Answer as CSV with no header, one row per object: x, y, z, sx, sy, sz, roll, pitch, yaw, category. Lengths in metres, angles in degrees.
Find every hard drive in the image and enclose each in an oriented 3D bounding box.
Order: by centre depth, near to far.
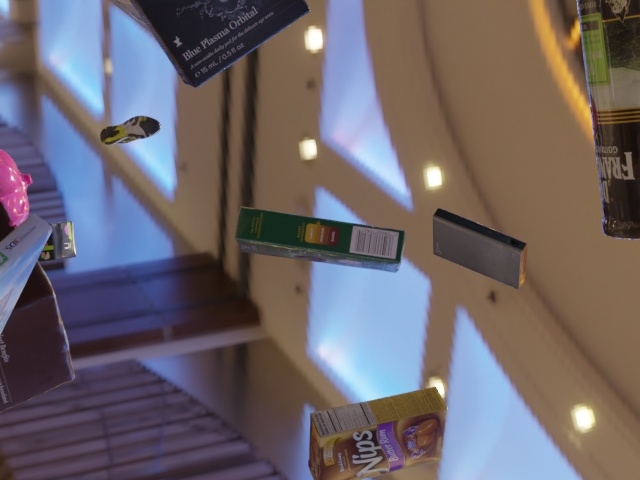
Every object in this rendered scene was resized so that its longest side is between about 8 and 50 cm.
0.220,0.011,1.996,0.135,0.022,0.094,23,-30,20,hard drive

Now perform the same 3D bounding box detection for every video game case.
-0.292,0.098,1.077,0.023,0.193,0.212,37,-50,2,video game case

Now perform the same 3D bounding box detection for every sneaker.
-0.246,-0.145,1.882,0.035,0.083,0.031,-14,95,-76,sneaker

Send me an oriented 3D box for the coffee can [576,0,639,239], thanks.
0.364,-0.153,1.421,0.201,0.201,0.275,5,-76,65,coffee can

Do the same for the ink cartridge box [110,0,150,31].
-0.173,-0.359,1.817,0.082,0.139,0.191,22,-94,27,ink cartridge box

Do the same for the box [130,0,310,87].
-0.122,-0.274,1.575,0.158,0.156,0.093,56,-4,-14,box

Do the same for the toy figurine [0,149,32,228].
-0.349,-0.022,1.348,0.159,0.173,0.130,-59,-166,-3,toy figurine

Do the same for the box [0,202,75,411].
-0.411,0.095,1.627,0.167,0.203,0.168,52,-24,35,box

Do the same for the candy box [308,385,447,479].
0.078,0.273,1.987,0.053,0.186,0.109,-115,-160,-47,candy box

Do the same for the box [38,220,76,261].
-0.448,0.003,2.349,0.083,0.052,0.062,-6,-88,36,box

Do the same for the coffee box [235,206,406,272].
0.000,0.000,1.590,0.113,0.184,0.040,77,21,-83,coffee box
